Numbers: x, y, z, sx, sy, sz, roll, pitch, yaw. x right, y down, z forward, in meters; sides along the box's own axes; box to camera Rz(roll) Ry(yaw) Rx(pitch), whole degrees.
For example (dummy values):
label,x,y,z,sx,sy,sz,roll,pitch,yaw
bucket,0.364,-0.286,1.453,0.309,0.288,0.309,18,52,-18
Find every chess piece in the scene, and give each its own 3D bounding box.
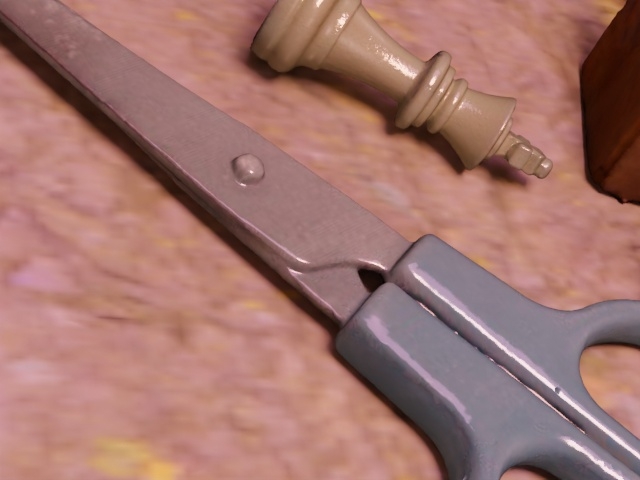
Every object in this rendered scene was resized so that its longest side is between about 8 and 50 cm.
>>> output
label,x,y,z,sx,sy,sz,roll,pitch,yaw
chess piece,0.043,-0.071,0.633,0.149,0.059,0.059,33,47,-7

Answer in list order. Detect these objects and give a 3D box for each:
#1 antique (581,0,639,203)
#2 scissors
label,x,y,z,sx,sy,sz,roll,pitch,yaw
antique,0.290,-0.040,0.698,0.310,0.087,0.093,17,48,-12
scissors,0.000,0.000,0.567,0.447,0.029,0.192,38,47,7
